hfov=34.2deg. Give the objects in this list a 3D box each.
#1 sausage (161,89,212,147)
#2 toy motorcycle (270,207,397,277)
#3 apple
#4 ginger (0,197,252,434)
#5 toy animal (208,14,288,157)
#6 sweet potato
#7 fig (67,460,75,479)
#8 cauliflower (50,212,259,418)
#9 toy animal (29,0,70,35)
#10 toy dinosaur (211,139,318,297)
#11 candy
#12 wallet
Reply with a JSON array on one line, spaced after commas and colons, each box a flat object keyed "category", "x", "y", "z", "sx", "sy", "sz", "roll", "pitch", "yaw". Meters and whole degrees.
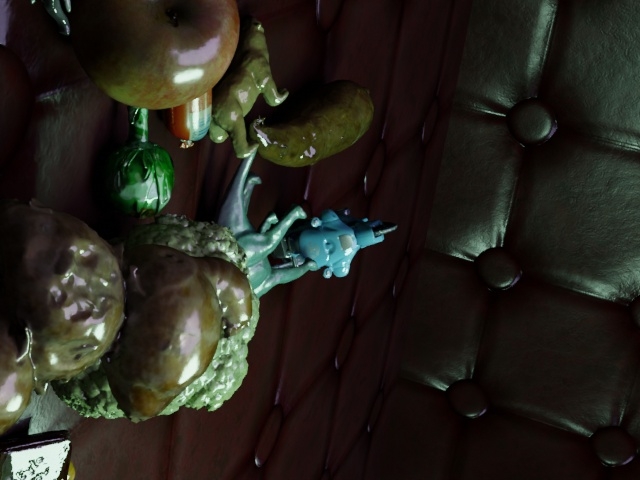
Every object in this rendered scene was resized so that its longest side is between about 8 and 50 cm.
[{"category": "sausage", "x": -0.181, "y": -0.234, "z": 1.387, "sx": 0.083, "sy": 0.083, "sz": 0.264, "roll": -54, "pitch": 156, "yaw": -48}, {"category": "toy motorcycle", "x": 0.000, "y": 0.000, "z": 1.911, "sx": 0.182, "sy": 0.272, "sz": 0.124, "roll": -19, "pitch": 100, "yaw": -39}, {"category": "apple", "x": -0.187, "y": -0.240, "z": 1.163, "sx": 0.174, "sy": 0.188, "sz": 0.188, "roll": -16, "pitch": -132, "yaw": 60}, {"category": "ginger", "x": -0.245, "y": 0.086, "z": 1.150, "sx": 0.375, "sy": 0.176, "sz": 0.256, "roll": 2, "pitch": 87, "yaw": -33}, {"category": "toy animal", "x": -0.119, "y": -0.237, "z": 1.584, "sx": 0.101, "sy": 0.103, "sz": 0.219, "roll": 51, "pitch": 57, "yaw": -41}, {"category": "sweet potato", "x": -0.014, "y": -0.206, "z": 1.880, "sx": 0.422, "sy": 0.130, "sz": 0.131, "roll": -31, "pitch": 135, "yaw": -55}, {"category": "fig", "x": -0.362, "y": 0.315, "z": 1.370, "sx": 0.083, "sy": 0.050, "sz": 0.050, "roll": -41, "pitch": 146, "yaw": -39}, {"category": "cauliflower", "x": -0.223, "y": 0.101, "z": 1.383, "sx": 0.250, "sy": 0.275, "sz": 0.272, "roll": -11, "pitch": -107, "yaw": 63}, {"category": "toy animal", "x": -0.258, "y": -0.342, "z": 1.018, "sx": 0.137, "sy": 0.082, "sz": 0.270, "roll": -12, "pitch": 116, "yaw": -70}, {"category": "toy dinosaur", "x": -0.166, "y": 0.065, "z": 1.678, "sx": 0.331, "sy": 0.129, "sz": 0.383, "roll": -45, "pitch": 145, "yaw": -17}, {"category": "candy", "x": -0.229, "y": -0.186, "z": 1.306, "sx": 0.097, "sy": 0.097, "sz": 0.324, "roll": -31, "pitch": 126, "yaw": -66}, {"category": "wallet", "x": -0.378, "y": 0.355, "z": 1.312, "sx": 0.122, "sy": 0.031, "sz": 0.232, "roll": -1, "pitch": 106, "yaw": -47}]
